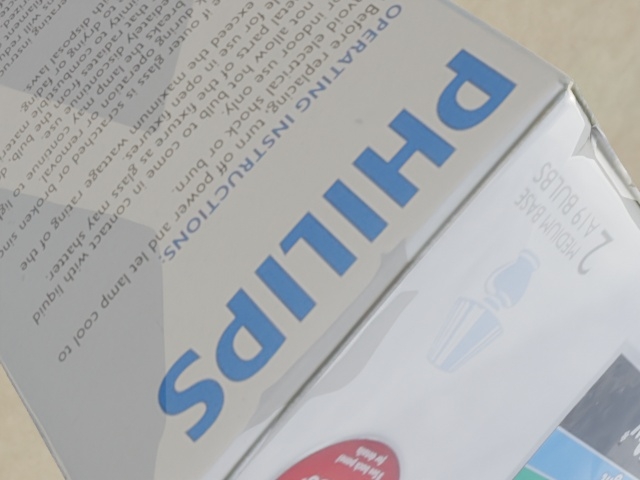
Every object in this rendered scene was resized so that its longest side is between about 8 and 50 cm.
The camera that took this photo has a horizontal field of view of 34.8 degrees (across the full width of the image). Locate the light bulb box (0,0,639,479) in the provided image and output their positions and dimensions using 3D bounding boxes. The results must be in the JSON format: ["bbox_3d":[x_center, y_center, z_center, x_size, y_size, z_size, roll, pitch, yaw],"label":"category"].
[{"bbox_3d":[0.000,0.000,0.557,0.225,0.361,0.358,-49,141,5],"label":"light bulb box"}]
